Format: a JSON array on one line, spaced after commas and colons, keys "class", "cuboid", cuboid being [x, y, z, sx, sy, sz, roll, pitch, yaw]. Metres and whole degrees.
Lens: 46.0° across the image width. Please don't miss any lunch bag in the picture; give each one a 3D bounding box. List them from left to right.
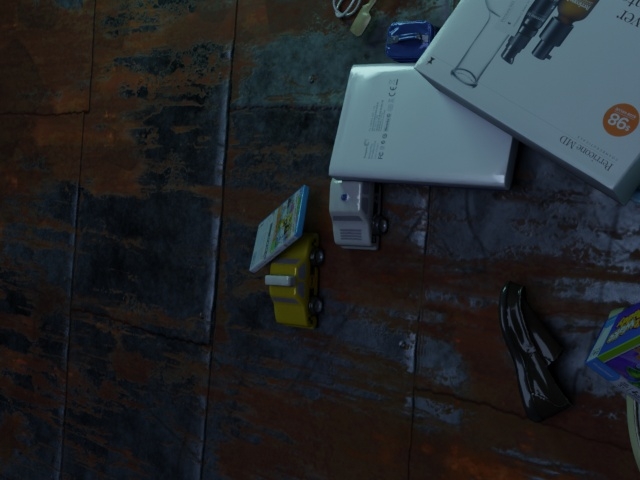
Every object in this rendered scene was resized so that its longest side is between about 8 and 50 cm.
[{"class": "lunch bag", "cuboid": [0.164, -0.339, 1.299, 0.098, 0.065, 0.067, 6, 93, 37]}]

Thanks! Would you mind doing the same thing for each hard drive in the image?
[{"class": "hard drive", "cuboid": [0.177, -0.196, 1.264, 0.318, 0.040, 0.210, 7, 79, 33]}]

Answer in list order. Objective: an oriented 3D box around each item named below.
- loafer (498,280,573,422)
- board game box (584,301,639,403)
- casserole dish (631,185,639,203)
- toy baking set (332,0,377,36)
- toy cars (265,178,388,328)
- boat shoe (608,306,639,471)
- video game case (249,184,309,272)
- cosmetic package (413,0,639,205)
[{"class": "loafer", "cuboid": [0.335, 0.165, 1.164, 0.078, 0.080, 0.220, -17, 84, 25]}, {"class": "board game box", "cuboid": [0.518, 0.185, 0.861, 0.347, 0.078, 0.233, 36, 153, 5]}, {"class": "casserole dish", "cuboid": [0.491, -0.141, 1.072, 0.114, 0.037, 0.188, 32, 107, 33]}, {"class": "toy baking set", "cuboid": [0.086, -0.514, 1.387, 0.196, 0.030, 0.256, -27, 73, 36]}, {"class": "toy cars", "cuboid": [0.000, 0.000, 1.400, 0.176, 0.087, 0.394, 49, 116, 26]}, {"class": "boat shoe", "cuboid": [0.482, 0.231, 1.024, 0.103, 0.113, 0.302, -21, 76, 40]}, {"class": "video game case", "cuboid": [-0.079, -0.020, 1.446, 0.166, 0.015, 0.119, -38, 33, 44]}, {"class": "cosmetic package", "cuboid": [0.362, -0.270, 1.090, 0.377, 0.097, 0.284, 41, 102, 33]}]
